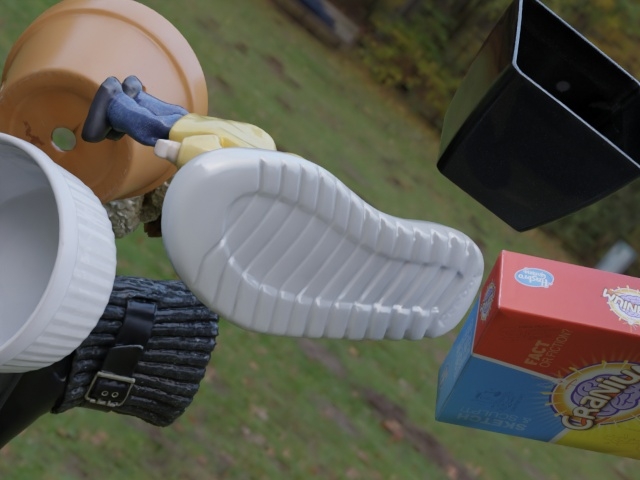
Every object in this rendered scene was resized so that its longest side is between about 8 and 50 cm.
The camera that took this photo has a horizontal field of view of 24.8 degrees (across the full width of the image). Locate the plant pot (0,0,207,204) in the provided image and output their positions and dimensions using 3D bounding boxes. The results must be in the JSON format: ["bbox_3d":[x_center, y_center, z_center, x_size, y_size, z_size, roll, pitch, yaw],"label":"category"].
[{"bbox_3d":[-0.316,-0.168,1.976,0.291,0.291,0.203,39,25,-8],"label":"plant pot"}]

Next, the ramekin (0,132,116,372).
[{"bbox_3d":[-0.273,0.018,1.252,0.207,0.207,0.109,45,10,29],"label":"ramekin"}]

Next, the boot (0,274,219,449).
[{"bbox_3d":[-0.286,0.167,1.579,0.260,0.348,0.131,15,34,-45],"label":"boot"}]

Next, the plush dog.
[{"bbox_3d":[-0.195,-0.071,2.245,0.262,0.210,0.225,7,-20,23],"label":"plush dog"}]

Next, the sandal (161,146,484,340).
[{"bbox_3d":[-0.007,0.014,1.428,0.416,0.169,0.102,22,7,-43],"label":"sandal"}]

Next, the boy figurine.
[{"bbox_3d":[-0.116,-0.094,1.628,0.285,0.092,0.177,27,14,10],"label":"boy figurine"}]

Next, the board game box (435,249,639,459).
[{"bbox_3d":[0.292,0.126,1.403,0.316,0.064,0.242,11,-33,-4],"label":"board game box"}]

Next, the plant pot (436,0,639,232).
[{"bbox_3d":[0.229,-0.124,1.581,0.188,0.167,0.187,37,33,-15],"label":"plant pot"}]
